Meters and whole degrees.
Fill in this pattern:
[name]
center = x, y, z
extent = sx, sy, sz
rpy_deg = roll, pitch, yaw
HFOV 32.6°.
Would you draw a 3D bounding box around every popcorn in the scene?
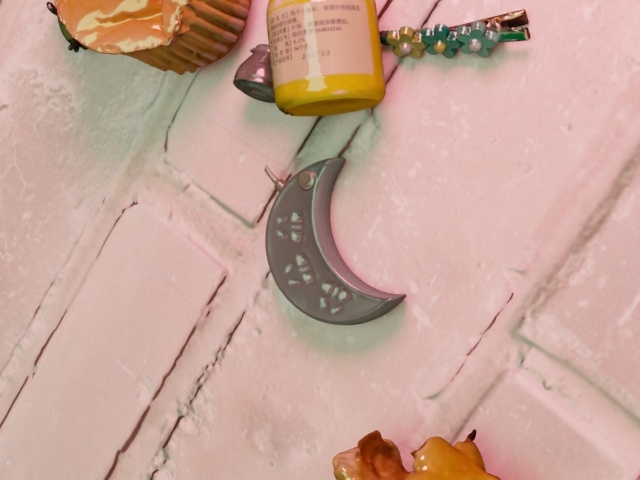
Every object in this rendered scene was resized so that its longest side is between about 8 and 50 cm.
[popcorn]
center = 0.107, 0.312, 1.110
extent = 0.253, 0.191, 0.190
rpy_deg = 54, 138, 20

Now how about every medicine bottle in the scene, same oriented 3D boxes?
[medicine bottle]
center = 0.000, -0.248, 1.182
extent = 0.122, 0.122, 0.212
rpy_deg = -8, 87, 26

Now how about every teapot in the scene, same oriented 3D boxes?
[teapot]
center = -0.052, -0.189, 1.249
extent = 0.088, 0.066, 0.057
rpy_deg = 17, 81, 3

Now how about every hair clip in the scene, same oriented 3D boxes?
[hair clip]
center = 0.136, -0.217, 1.158
extent = 0.173, 0.049, 0.049
rpy_deg = -2, 90, 28

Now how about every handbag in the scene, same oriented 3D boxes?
[handbag]
center = -0.307, -0.290, 1.377
extent = 0.072, 0.047, 0.111
rpy_deg = -14, 83, 27

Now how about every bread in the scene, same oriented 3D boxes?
[bread]
center = -0.182, -0.338, 1.259
extent = 0.204, 0.156, 0.288
rpy_deg = -3, 87, 19

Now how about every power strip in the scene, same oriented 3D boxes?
[power strip]
center = 0.000, 0.000, 1.231
extent = 0.137, 0.044, 0.216
rpy_deg = -31, 78, 24
